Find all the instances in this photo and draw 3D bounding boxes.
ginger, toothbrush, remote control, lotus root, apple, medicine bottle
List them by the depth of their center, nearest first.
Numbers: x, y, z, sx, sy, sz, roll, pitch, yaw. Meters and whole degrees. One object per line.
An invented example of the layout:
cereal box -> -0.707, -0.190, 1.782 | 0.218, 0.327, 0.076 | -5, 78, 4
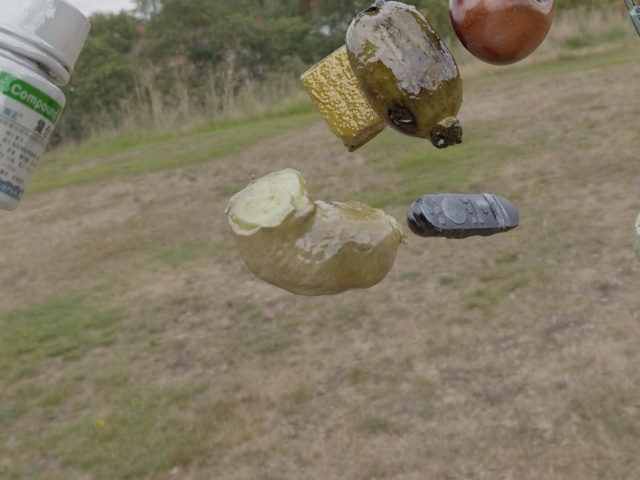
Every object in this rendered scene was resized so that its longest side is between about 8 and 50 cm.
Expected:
medicine bottle -> -0.356, -0.162, 0.890 | 0.139, 0.237, 0.139 | 21, -9, 4
toothbrush -> 0.363, -0.387, 1.020 | 0.028, 0.294, 0.026 | -23, 10, 36
ginger -> 0.000, 0.000, 1.075 | 0.267, 0.152, 0.138 | 15, 12, -31
lotus root -> 0.136, -0.251, 1.230 | 0.145, 0.260, 0.128 | -32, -7, 5
apple -> 0.333, -0.423, 1.451 | 0.162, 0.201, 0.201 | -29, -1, 42
remote control -> 0.265, -0.042, 1.491 | 0.265, 0.090, 0.066 | -2, -24, -37

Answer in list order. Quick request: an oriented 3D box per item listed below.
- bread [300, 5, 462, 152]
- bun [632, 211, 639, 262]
bread -> 0.121, -0.325, 1.620 | 0.274, 0.185, 0.114 | -31, -5, 17
bun -> 0.601, 0.006, 1.252 | 0.243, 0.244, 0.153 | -11, -15, -7
